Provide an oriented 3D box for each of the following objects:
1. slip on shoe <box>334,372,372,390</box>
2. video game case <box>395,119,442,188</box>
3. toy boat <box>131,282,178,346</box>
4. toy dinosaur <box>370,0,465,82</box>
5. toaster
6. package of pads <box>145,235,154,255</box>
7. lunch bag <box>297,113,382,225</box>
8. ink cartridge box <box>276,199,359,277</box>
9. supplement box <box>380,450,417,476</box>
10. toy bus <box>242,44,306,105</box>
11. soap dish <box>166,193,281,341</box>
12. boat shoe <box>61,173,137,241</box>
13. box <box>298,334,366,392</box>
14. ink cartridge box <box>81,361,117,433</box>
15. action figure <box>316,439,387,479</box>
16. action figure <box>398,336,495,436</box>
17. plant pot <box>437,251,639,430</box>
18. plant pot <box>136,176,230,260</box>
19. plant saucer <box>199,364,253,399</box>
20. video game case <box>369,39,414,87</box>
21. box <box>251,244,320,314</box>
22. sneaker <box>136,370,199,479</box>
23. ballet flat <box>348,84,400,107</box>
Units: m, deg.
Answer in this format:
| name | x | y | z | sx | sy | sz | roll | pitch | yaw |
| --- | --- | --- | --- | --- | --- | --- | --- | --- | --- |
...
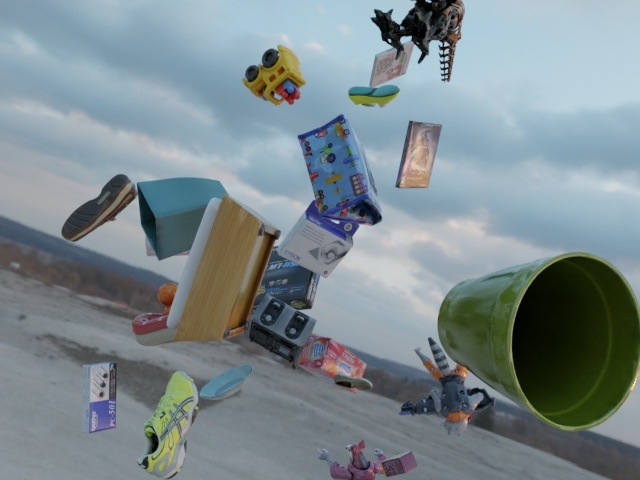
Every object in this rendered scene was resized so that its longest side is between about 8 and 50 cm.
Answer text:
| name | x | y | z | sx | sy | sz | roll | pitch | yaw |
| --- | --- | --- | --- | --- | --- | --- | --- | --- | --- |
| slip on shoe | 0.114 | 0.506 | 1.953 | 0.136 | 0.051 | 0.041 | 18 | 33 | 4 |
| video game case | 0.406 | -0.350 | 2.285 | 0.196 | 0.274 | 0.026 | -5 | 23 | -41 |
| toy boat | -0.380 | 0.184 | 1.420 | 0.231 | 0.151 | 0.151 | -18 | -11 | 30 |
| toy dinosaur | 0.262 | -0.515 | 1.254 | 0.321 | 0.218 | 0.164 | 58 | -21 | -17 |
| toaster | -0.110 | 0.257 | 1.573 | 0.168 | 0.110 | 0.185 | 28 | -32 | 7 |
| package of pads | -0.599 | -0.011 | 2.329 | 0.229 | 0.101 | 0.297 | 0 | -15 | -32 |
| lunch bag | 0.088 | -0.163 | 1.437 | 0.138 | 0.220 | 0.293 | -21 | -14 | 22 |
| ink cartridge box | 0.000 | 0.000 | 1.904 | 0.223 | 0.224 | 0.045 | 27 | 17 | -30 |
| supplement box | 0.212 | 0.608 | 1.506 | 0.055 | 0.043 | 0.083 | -7 | -22 | -40 |
| toy bus | -0.166 | -0.596 | 2.124 | 0.220 | 0.211 | 0.149 | -33 | -26 | 23 |
| soap dish | -0.187 | 0.065 | 1.133 | 0.118 | 0.290 | 0.229 | 18 | -2 | 8 |
| boat shoe | -0.656 | -0.081 | 1.676 | 0.095 | 0.257 | 0.095 | 38 | -14 | 31 |
| box | 0.050 | 0.481 | 2.147 | 0.123 | 0.128 | 0.257 | 0 | -33 | 42 |
| ink cartridge box | -0.699 | 0.494 | 1.753 | 0.046 | 0.206 | 0.097 | -6 | -8 | 33 |
| action figure | 0.132 | 0.869 | 1.954 | 0.248 | 0.369 | 0.275 | -10 | 28 | -5 |
| action figure | 0.411 | 0.517 | 1.930 | 0.342 | 0.330 | 0.178 | -20 | -26 | 15 |
| plant pot | 0.466 | 0.209 | 1.295 | 0.367 | 0.366 | 0.353 | 23 | -9 | -20 |
| plant pot | -0.379 | -0.080 | 1.588 | 0.234 | 0.165 | 0.165 | -16 | 49 | -26 |
| plant saucer | -0.308 | 0.484 | 1.857 | 0.195 | 0.195 | 0.037 | -2 | -66 | 64 |
| video game case | 0.234 | -0.581 | 1.830 | 0.019 | 0.143 | 0.157 | 60 | -13 | 18 |
| box | -0.141 | 0.135 | 2.069 | 0.296 | 0.293 | 0.073 | -9 | -46 | 26 |
| sneaker | -0.554 | 0.656 | 2.021 | 0.145 | 0.384 | 0.147 | -22 | -41 | 30 |
| ballet flat | 0.202 | -0.521 | 2.018 | 0.231 | 0.077 | 0.077 | 13 | -36 | 41 |
